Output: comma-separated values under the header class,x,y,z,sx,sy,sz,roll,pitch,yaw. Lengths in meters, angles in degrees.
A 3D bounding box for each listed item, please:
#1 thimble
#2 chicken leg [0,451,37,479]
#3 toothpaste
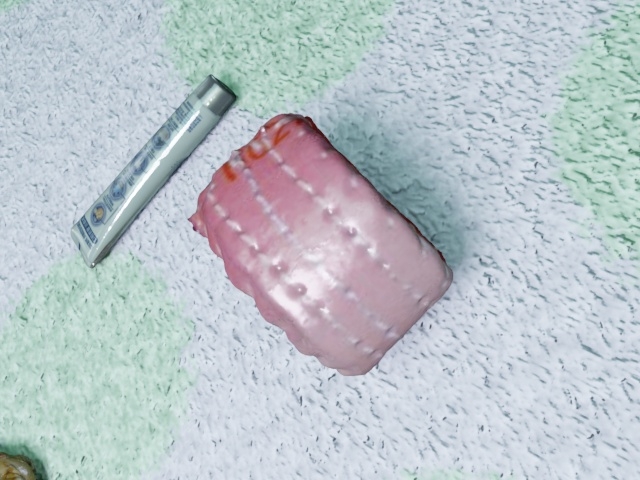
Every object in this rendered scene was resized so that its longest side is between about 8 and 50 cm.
class,x,y,z,sx,sy,sz,roll,pitch,yaw
thimble,0.005,0.005,0.539,0.125,0.163,0.189,-44,71,7
chicken leg,-0.348,0.240,0.693,0.197,0.069,0.085,28,113,33
toothpaste,-0.179,-0.073,0.707,0.239,0.039,0.062,-46,60,9
